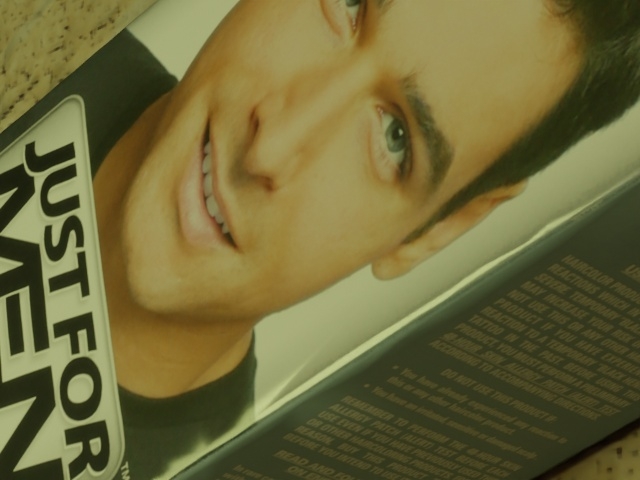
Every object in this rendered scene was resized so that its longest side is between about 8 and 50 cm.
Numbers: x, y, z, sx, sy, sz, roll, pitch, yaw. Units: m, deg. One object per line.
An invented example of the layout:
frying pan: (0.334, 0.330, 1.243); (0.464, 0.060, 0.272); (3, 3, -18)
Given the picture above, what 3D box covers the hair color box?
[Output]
hair color box: (0.000, 0.000, 0.600); (0.374, 0.113, 0.185); (-35, 49, 28)
